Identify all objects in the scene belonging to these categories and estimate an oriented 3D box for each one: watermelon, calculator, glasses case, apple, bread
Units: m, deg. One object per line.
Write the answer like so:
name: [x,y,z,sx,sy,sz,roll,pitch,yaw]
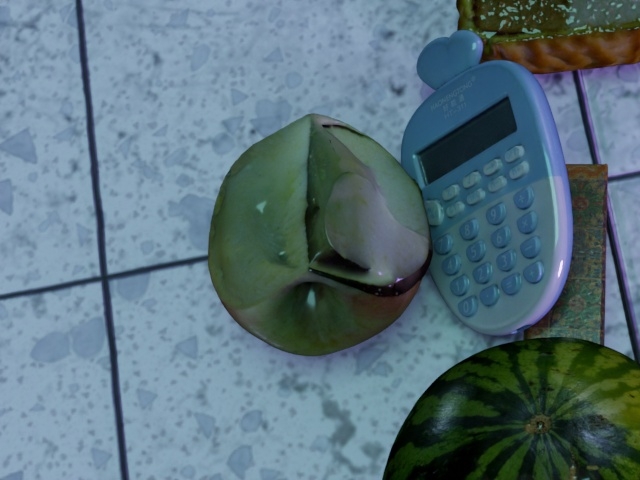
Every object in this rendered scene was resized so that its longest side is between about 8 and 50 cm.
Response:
watermelon: [0.192,0.221,1.374,0.285,0.285,0.285,-4,69,10]
calculator: [0.153,-0.059,1.559,0.188,0.042,0.302,-32,60,45]
glasses case: [0.230,0.036,1.558,0.075,0.049,0.218,1,70,9]
apple: [0.000,0.000,1.553,0.207,0.173,0.188,-12,48,9]
bread: [0.243,-0.253,1.638,0.222,0.096,0.181,-6,69,11]
